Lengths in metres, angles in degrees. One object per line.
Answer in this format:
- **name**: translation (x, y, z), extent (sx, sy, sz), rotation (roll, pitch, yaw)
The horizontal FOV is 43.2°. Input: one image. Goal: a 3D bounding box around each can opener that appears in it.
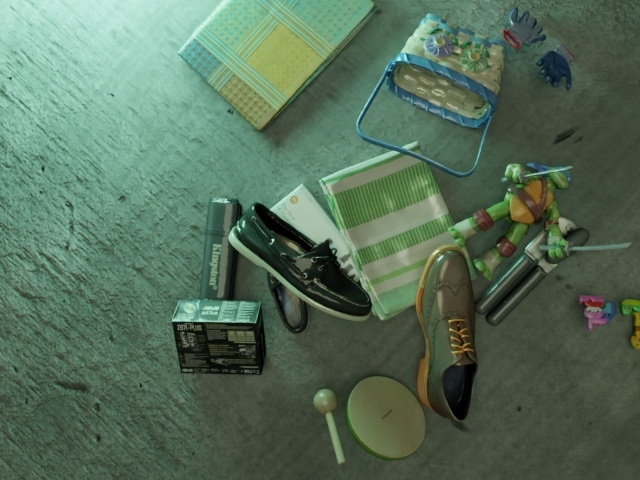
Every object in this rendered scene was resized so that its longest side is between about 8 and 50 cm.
- **can opener**: translation (0.437, 0.062, 1.692), extent (0.074, 0.093, 0.280), rotation (44, 99, 2)

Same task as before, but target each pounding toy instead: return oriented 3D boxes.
- **pounding toy**: translation (0.097, 0.396, 1.709), extent (0.237, 0.110, 0.183), rotation (-1, 56, -28)

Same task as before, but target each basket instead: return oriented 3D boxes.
- **basket**: translation (0.235, -0.296, 1.644), extent (0.255, 0.201, 0.288), rotation (22, 83, 4)

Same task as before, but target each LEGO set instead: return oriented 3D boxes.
- **LEGO set**: translation (0.642, 0.174, 1.668), extent (0.227, 0.087, 0.093), rotation (4, 76, 5)

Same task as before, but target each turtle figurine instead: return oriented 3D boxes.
- **turtle figurine**: translation (0.403, -0.043, 1.597), extent (0.266, 0.274, 0.198), rotation (-39, 131, 10)

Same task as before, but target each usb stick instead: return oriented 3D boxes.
- **usb stick**: translation (-0.221, 0.043, 1.772), extent (0.077, 0.045, 0.277), rotation (6, 92, 5)

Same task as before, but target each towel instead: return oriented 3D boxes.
- **towel**: translation (0.166, -0.023, 1.707), extent (0.248, 0.038, 0.324), rotation (-23, 89, -12)
- **towel**: translation (-0.097, -0.456, 1.758), extent (0.271, 0.040, 0.370), rotation (44, 96, 4)

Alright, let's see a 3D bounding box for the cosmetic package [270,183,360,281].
- **cosmetic package**: translation (0.000, 0.000, 1.742), extent (0.099, 0.060, 0.239), rotation (-39, 88, 4)

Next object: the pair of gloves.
- **pair of gloves**: translation (0.452, -0.393, 1.661), extent (0.198, 0.159, 0.023), rotation (47, 135, -2)

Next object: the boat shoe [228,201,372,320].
- **boat shoe**: translation (-0.026, 0.035, 1.652), extent (0.340, 0.127, 0.113), rotation (35, 116, 16)

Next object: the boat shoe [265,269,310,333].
- **boat shoe**: translation (-0.079, 0.094, 1.743), extent (0.080, 0.076, 0.228), rotation (-13, 90, 5)

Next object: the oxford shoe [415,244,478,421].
- **oxford shoe**: translation (0.278, 0.192, 1.653), extent (0.130, 0.133, 0.363), rotation (-6, 102, -17)

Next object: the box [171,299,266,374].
- **box**: translation (-0.214, 0.208, 1.726), extent (0.180, 0.077, 0.147), rotation (0, 123, 6)
